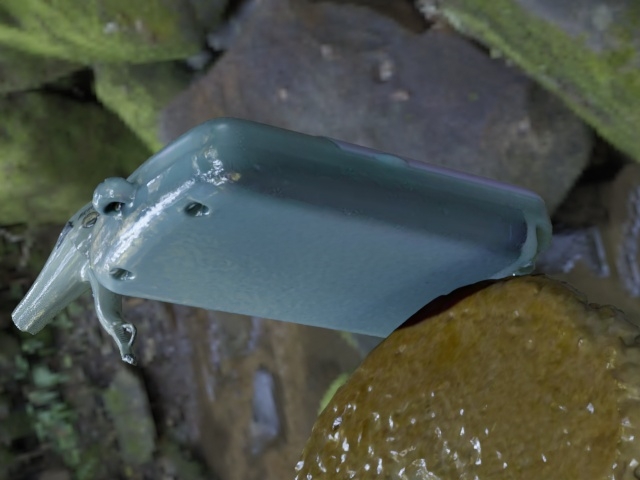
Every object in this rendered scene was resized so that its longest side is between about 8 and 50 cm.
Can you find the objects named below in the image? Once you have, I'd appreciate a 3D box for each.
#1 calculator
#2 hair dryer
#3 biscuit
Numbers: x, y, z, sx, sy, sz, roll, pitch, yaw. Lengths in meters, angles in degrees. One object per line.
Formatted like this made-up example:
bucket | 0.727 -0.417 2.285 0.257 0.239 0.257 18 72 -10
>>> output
calculator | 0.000 0.000 0.748 0.141 0.246 0.045 -38 50 48
hair dryer | -0.214 0.066 1.333 0.167 0.067 0.199 -38 43 31
biscuit | 0.064 0.116 0.675 0.226 0.042 0.226 -32 41 32
